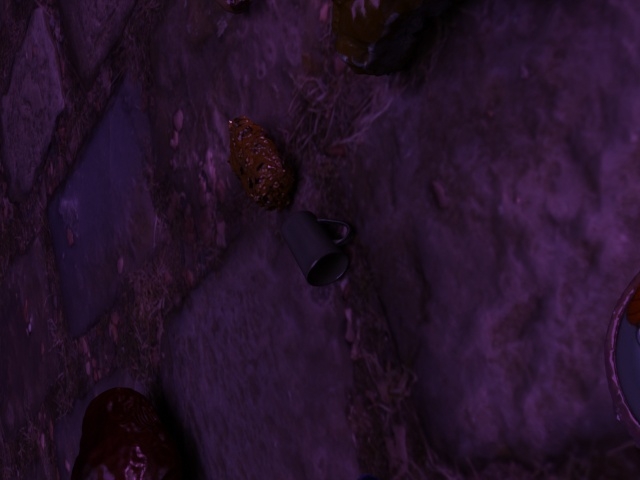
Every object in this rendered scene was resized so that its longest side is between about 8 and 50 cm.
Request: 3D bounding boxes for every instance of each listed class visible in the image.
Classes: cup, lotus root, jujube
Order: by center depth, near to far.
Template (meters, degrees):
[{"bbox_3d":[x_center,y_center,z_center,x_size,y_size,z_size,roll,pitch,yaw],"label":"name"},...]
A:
[{"bbox_3d":[-0.005,0.001,0.779,0.083,0.054,0.075,56,130,38],"label":"cup"},{"bbox_3d":[-0.131,-0.376,0.939,0.073,0.062,0.150,108,145,-52],"label":"lotus root"},{"bbox_3d":[-0.313,0.353,1.044,0.255,0.190,0.190,55,128,45],"label":"jujube"}]

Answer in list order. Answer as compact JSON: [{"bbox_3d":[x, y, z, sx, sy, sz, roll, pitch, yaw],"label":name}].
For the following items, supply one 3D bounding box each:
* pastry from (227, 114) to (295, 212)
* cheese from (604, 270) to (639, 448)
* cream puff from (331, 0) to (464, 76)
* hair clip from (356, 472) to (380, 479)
[{"bbox_3d":[-0.084,-0.104,0.876,0.140,0.056,0.080,47,134,38],"label":"pastry"},{"bbox_3d":[0.282,0.121,0.418,0.189,0.074,0.286,-26,70,48],"label":"cheese"},{"bbox_3d":[0.060,-0.248,0.659,0.156,0.121,0.156,-3,86,49],"label":"cream puff"},{"bbox_3d":[0.062,0.392,0.690,0.083,0.048,0.275,9,97,46],"label":"hair clip"}]
